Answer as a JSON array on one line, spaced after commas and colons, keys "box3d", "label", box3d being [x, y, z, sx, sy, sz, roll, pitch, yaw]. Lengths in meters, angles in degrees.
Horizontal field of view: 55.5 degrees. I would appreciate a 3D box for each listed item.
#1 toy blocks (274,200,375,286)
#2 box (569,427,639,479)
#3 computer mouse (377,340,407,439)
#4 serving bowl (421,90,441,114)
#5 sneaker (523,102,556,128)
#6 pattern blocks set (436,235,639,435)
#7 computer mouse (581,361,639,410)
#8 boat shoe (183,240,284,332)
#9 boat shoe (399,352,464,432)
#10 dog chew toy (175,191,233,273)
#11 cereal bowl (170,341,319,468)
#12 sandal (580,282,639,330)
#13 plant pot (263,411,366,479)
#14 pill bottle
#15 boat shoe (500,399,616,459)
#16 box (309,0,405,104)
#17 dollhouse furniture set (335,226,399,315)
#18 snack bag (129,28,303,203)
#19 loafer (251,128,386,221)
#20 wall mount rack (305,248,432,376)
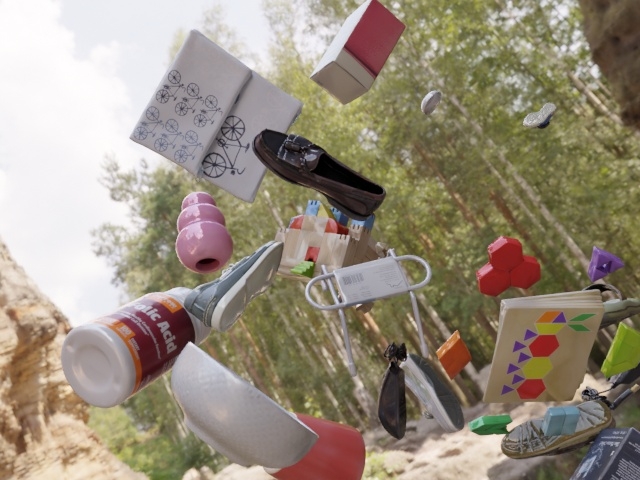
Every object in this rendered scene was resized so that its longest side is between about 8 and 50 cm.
[{"box3d": [0.000, 0.000, 1.862, 0.191, 0.382, 0.260, 28, -106, -49], "label": "toy blocks"}, {"box3d": [0.501, 0.408, 1.030, 0.158, 0.093, 0.156, -52, -16, -11], "label": "box"}, {"box3d": [0.201, 0.427, 1.738, 0.072, 0.271, 0.188, -3, -12, 18], "label": "computer mouse"}, {"box3d": [0.347, -0.440, 1.929, 0.083, 0.027, 0.083, -38, -26, -23], "label": "serving bowl"}, {"box3d": [0.770, -0.420, 2.160, 0.152, 0.058, 0.084, -37, -26, -24], "label": "sneaker"}, {"box3d": [0.302, 0.147, 0.831, 0.286, 0.026, 0.324, 7, -61, -10], "label": "pattern blocks set"}, {"box3d": [0.718, 0.299, 1.414, 0.262, 0.060, 0.184, -39, -8, 11], "label": "computer mouse"}, {"box3d": [-0.174, 0.076, 1.303, 0.319, 0.099, 0.116, -50, -26, -55], "label": "boat shoe"}, {"box3d": [0.359, 0.514, 2.014, 0.118, 0.320, 0.103, 19, -65, -41], "label": "boat shoe"}, {"box3d": [-0.436, -0.043, 2.252, 0.207, 0.331, 0.206, -10, -35, -7], "label": "dog chew toy"}, {"box3d": [-0.178, 0.364, 1.266, 0.141, 0.339, 0.339, -54, -16, -15], "label": "cereal bowl"}, {"box3d": [0.542, 0.123, 1.174, 0.120, 0.086, 0.303, -32, -21, 24], "label": "sandal"}, {"box3d": [-0.036, 0.675, 1.914, 0.243, 0.274, 0.275, 31, -59, -25], "label": "plant pot"}, {"box3d": [-0.480, 0.272, 1.661, 0.224, 0.224, 0.392, -43, -6, 26], "label": "pill bottle"}, {"box3d": [0.467, 0.387, 1.191, 0.224, 0.073, 0.080, -31, 25, 22], "label": "boat shoe"}, {"box3d": [0.101, -0.505, 1.635, 0.232, 0.127, 0.149, -61, 20, -17], "label": "box"}, {"box3d": [0.077, 0.123, 2.036, 0.303, 0.174, 0.355, -40, 10, 43], "label": "dollhouse furniture set"}, {"box3d": [-0.239, -0.292, 1.483, 0.037, 0.343, 0.322, -4, 58, 64], "label": "snack bag"}, {"box3d": [0.004, -0.154, 1.281, 0.095, 0.303, 0.109, -42, 21, 51], "label": "loafer"}, {"box3d": [0.143, 0.179, 1.626, 0.351, 0.304, 0.130, -12, -36, -10], "label": "wall mount rack"}]
